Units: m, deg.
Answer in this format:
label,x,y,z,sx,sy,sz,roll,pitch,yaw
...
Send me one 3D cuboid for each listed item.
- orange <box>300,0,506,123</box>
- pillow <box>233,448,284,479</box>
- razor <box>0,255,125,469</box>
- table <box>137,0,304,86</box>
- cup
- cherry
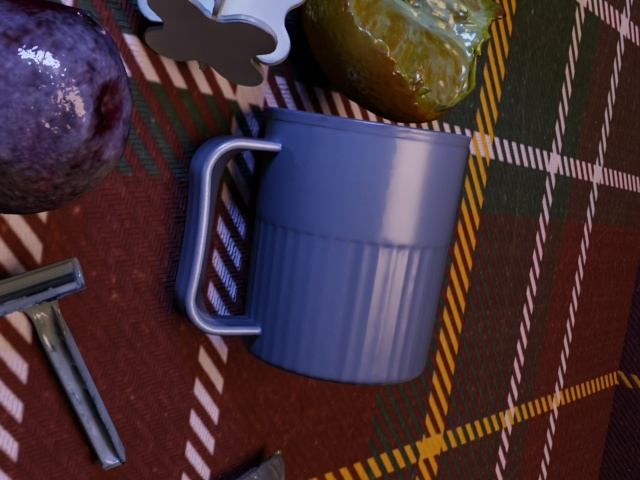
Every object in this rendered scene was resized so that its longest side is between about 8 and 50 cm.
label,x,y,z,sx,sy,sz,roll,pitch,yaw
orange,0.089,-0.309,1.072,0.262,0.196,0.335,37,61,-45
pillow,-0.144,0.410,1.079,0.302,0.075,0.185,-16,111,-51
razor,-0.261,0.138,0.867,0.111,0.056,0.278,-19,129,-8
table,-0.090,-0.293,0.887,0.166,0.166,0.198,40,60,-51
cup,0.018,0.004,1.026,0.331,0.257,0.311,-4,105,-55
cherry,-0.249,-0.111,0.693,0.195,0.195,0.195,-20,116,-49
